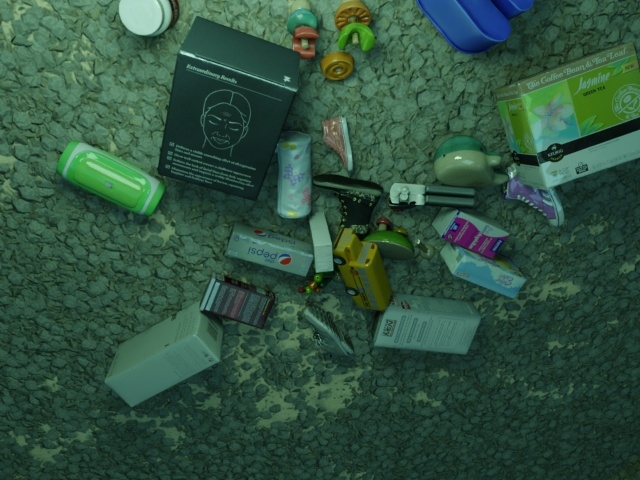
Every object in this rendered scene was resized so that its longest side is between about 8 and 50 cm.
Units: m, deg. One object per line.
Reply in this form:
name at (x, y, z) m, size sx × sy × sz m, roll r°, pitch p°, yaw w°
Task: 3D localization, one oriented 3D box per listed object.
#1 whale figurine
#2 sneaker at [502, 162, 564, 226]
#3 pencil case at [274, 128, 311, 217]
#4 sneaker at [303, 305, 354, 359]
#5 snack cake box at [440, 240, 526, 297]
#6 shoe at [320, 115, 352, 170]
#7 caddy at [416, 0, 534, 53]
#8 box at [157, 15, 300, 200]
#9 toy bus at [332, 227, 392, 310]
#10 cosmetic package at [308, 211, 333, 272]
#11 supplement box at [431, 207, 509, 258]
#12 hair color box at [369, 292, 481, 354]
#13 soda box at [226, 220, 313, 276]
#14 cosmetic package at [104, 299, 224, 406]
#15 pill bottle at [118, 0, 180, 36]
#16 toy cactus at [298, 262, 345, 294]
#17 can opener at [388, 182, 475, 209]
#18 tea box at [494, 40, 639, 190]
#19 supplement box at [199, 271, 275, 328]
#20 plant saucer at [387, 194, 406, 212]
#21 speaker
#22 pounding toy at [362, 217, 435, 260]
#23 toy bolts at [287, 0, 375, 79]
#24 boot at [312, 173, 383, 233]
whale figurine at (0.487, -0.248, 1.647) m, size 0.272 × 0.141 × 0.216 m, roll 14°, pitch 157°, yaw -33°
sneaker at (0.713, -0.147, 1.742) m, size 0.161 × 0.102 × 0.282 m, roll -27°, pitch 107°, yaw 13°
pencil case at (-0.086, -0.205, 1.606) m, size 0.114 × 0.124 × 0.273 m, roll 20°, pitch 126°, yaw 32°
sneaker at (0.014, 0.364, 1.932) m, size 0.115 × 0.105 × 0.281 m, roll -33°, pitch 117°, yaw 12°
snack cake box at (0.575, 0.091, 1.817) m, size 0.264 × 0.152 × 0.089 m, roll 21°, pitch 114°, yaw -16°
shoe at (0.051, -0.299, 1.608) m, size 0.081 × 0.063 × 0.177 m, roll -11°, pitch 113°, yaw 1°
caddy at (0.403, -0.673, 1.382) m, size 0.341 × 0.179 × 0.241 m, roll 40°, pitch 84°, yaw -23°
box at (-0.255, -0.346, 1.404) m, size 0.294 × 0.212 × 0.395 m, roll 16°, pitch 134°, yaw -14°
toy bus at (0.144, 0.104, 1.746) m, size 0.130 × 0.108 × 0.332 m, roll 6°, pitch 142°, yaw 27°
cosmetic package at (0.000, 0.000, 1.660) m, size 0.061 × 0.239 × 0.098 m, roll -4°, pitch 119°, yaw -4°
supplement box at (0.516, -0.041, 1.764) m, size 0.220 × 0.114 × 0.111 m, roll 20°, pitch 113°, yaw -18°
hair color box at (0.393, 0.316, 1.941) m, size 0.375 × 0.113 × 0.185 m, roll 7°, pitch 117°, yaw -10°
soda box at (-0.170, 0.029, 1.738) m, size 0.286 × 0.098 × 0.091 m, roll 16°, pitch 114°, yaw -14°
cosmetic package at (-0.551, 0.403, 1.836) m, size 0.385 × 0.217 × 0.156 m, roll -28°, pitch 117°, yaw 7°
pill bottle at (-0.436, -0.591, 1.308) m, size 0.121 × 0.221 × 0.121 m, roll -3°, pitch 119°, yaw -5°
toy cactus at (0.028, 0.112, 1.811) m, size 0.181 × 0.112 × 0.219 m, roll 26°, pitch 96°, yaw -42°
can opener at (0.364, -0.143, 1.681) m, size 0.281 × 0.074 × 0.093 m, roll 3°, pitch 161°, yaw 11°
tea box at (0.744, -0.361, 1.515) m, size 0.329 × 0.220 × 0.323 m, roll -20°, pitch 100°, yaw 5°
supplement box at (-0.295, 0.216, 1.826) m, size 0.240 × 0.073 × 0.130 m, roll 21°, pitch 99°, yaw -16°
plant saucer at (0.268, -0.134, 1.744) m, size 0.084 × 0.013 × 0.083 m, roll -3°, pitch 118°, yaw -5°
speaker at (-0.634, -0.186, 1.560) m, size 0.297 × 0.131 × 0.131 m, roll 27°, pitch 112°, yaw -18°
pounding toy at (0.264, -0.012, 1.748) m, size 0.237 × 0.110 × 0.183 m, roll 2°, pitch 159°, yaw 32°
toy bolts at (0.013, -0.585, 1.438) m, size 0.229 × 0.158 × 0.218 m, roll 0°, pitch 159°, yaw -17°
boot at (0.076, -0.118, 1.693) m, size 0.237 × 0.085 × 0.178 m, roll 8°, pitch 119°, yaw -11°
